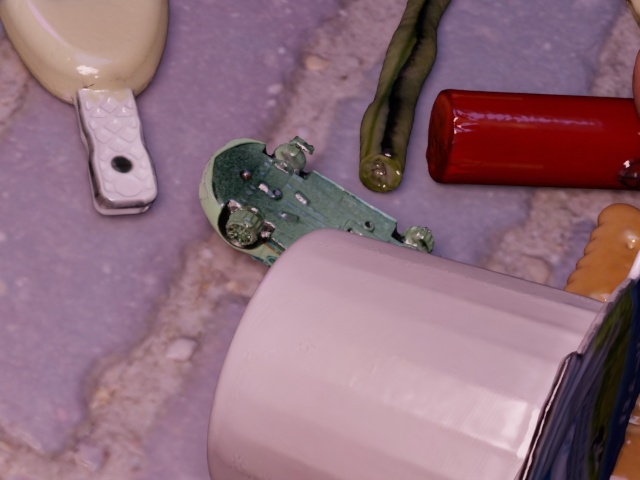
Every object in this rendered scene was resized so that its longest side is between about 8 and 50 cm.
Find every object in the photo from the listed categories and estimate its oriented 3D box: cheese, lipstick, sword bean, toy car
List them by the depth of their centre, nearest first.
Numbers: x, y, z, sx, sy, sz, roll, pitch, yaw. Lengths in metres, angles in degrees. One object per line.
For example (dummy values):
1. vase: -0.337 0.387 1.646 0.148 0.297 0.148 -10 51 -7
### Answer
1. toy car: 0.000 0.000 1.333 0.186 0.058 0.093 33 51 -2
2. cheese: -0.152 -0.114 1.393 0.127 0.050 0.235 -4 55 -19
3. lipstick: 0.215 -0.070 1.432 0.279 0.073 0.073 1 52 -13
4. sword bean: 0.072 -0.140 1.475 0.043 0.038 0.269 15 49 6

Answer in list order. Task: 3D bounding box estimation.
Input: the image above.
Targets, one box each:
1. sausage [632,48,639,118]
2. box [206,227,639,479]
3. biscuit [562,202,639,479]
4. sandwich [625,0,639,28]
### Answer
1. sausage: 0.346 0.024 1.344 0.088 0.088 0.433 -29 75 -30
2. box: 0.070 0.088 1.175 0.206 0.262 0.291 20 43 17
3. biscuit: 0.228 0.085 1.336 0.160 0.030 0.250 26 51 8
4. sandwich: 0.372 -0.250 1.527 0.227 0.198 0.155 -7 54 -18
